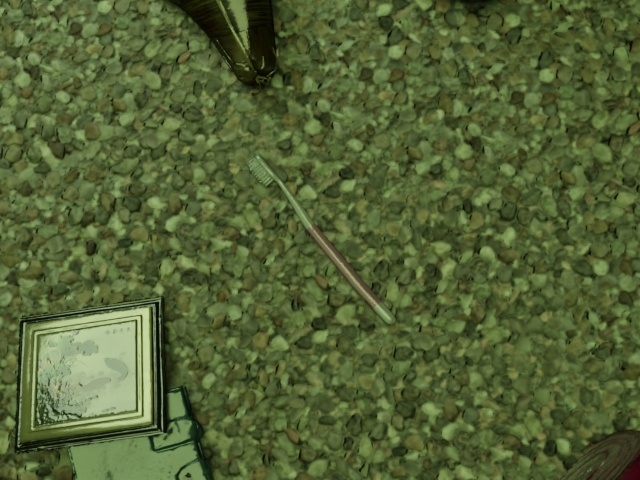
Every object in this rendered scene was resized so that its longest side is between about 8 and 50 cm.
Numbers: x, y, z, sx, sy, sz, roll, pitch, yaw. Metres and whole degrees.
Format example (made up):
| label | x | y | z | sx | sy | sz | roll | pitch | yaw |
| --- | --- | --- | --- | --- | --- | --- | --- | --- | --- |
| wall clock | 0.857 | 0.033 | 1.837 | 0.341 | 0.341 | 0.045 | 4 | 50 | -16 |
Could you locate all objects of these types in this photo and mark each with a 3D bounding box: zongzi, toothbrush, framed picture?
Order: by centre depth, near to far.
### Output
| label | x | y | z | sx | sy | sz | roll | pitch | yaw |
| --- | --- | --- | --- | --- | --- | --- | --- | --- | --- |
| framed picture | -0.290 | 0.165 | 1.471 | 0.195 | 0.010 | 0.199 | -8 | 57 | 3 |
| toothbrush | 0.000 | 0.000 | 1.507 | 0.025 | 0.020 | 0.286 | -41 | 80 | 6 |
| zongzi | -0.147 | -0.278 | 1.536 | 0.184 | 0.084 | 0.187 | -8 | 85 | 17 |

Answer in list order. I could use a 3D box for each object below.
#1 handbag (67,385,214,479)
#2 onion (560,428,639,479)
| label | x | y | z | sx | sy | sz | roll | pitch | yaw |
| --- | --- | --- | --- | --- | --- | --- | --- | --- | --- |
| handbag | -0.210 | 0.309 | 1.456 | 0.179 | 0.062 | 0.229 | -15 | 81 | 2 |
| onion | 0.368 | 0.338 | 1.315 | 0.207 | 0.206 | 0.216 | 44 | 63 | -4 |
